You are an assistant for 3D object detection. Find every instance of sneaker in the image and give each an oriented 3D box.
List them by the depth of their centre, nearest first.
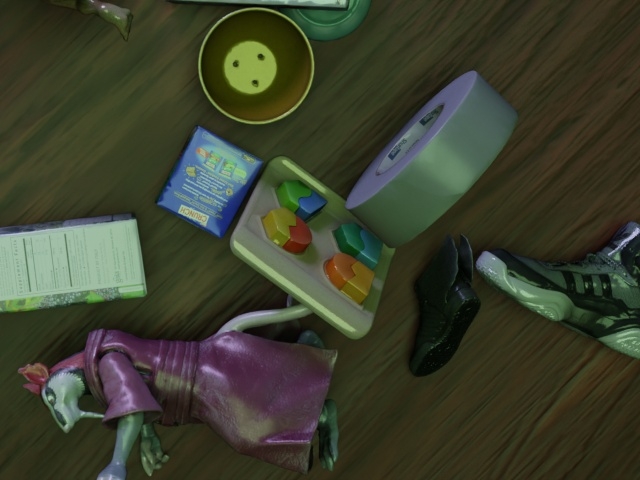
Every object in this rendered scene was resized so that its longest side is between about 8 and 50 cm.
[{"bbox_3d":[0.328,0.035,1.974,0.269,0.101,0.153,25,91,-14],"label":"sneaker"},{"bbox_3d":[0.144,0.081,1.974,0.051,0.089,0.170,2,132,-37],"label":"sneaker"}]

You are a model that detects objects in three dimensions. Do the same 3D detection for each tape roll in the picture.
[{"bbox_3d":[0.129,-0.094,1.874,0.072,0.219,0.219,42,89,-9],"label":"tape roll"}]

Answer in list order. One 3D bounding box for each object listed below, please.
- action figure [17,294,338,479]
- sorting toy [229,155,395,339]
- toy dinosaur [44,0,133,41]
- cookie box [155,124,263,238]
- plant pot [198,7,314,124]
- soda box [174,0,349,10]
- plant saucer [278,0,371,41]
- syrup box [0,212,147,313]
[{"bbox_3d":[-0.158,0.158,1.846,0.370,0.248,0.275,9,93,-11],"label":"action figure"},{"bbox_3d":[0.000,0.000,1.885,0.193,0.208,0.038,37,123,-9],"label":"sorting toy"},{"bbox_3d":[-0.294,-0.325,1.804,0.200,0.295,0.127,13,123,-7],"label":"toy dinosaur"},{"bbox_3d":[-0.134,-0.070,1.932,0.092,0.040,0.107,29,91,-9],"label":"cookie box"},{"bbox_3d":[-0.079,-0.204,1.900,0.134,0.095,0.134,-1,94,-7],"label":"plant pot"},{"bbox_3d":[-0.073,-0.309,1.887,0.216,0.074,0.069,3,95,2],"label":"soda box"},{"bbox_3d":[0.005,-0.300,1.940,0.119,0.021,0.119,-1,94,-8],"label":"plant saucer"},{"bbox_3d":[-0.327,0.029,1.890,0.237,0.093,0.096,-8,96,-7],"label":"syrup box"}]
